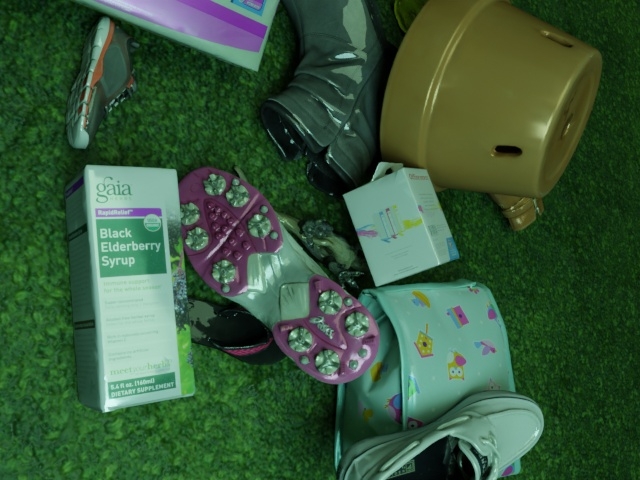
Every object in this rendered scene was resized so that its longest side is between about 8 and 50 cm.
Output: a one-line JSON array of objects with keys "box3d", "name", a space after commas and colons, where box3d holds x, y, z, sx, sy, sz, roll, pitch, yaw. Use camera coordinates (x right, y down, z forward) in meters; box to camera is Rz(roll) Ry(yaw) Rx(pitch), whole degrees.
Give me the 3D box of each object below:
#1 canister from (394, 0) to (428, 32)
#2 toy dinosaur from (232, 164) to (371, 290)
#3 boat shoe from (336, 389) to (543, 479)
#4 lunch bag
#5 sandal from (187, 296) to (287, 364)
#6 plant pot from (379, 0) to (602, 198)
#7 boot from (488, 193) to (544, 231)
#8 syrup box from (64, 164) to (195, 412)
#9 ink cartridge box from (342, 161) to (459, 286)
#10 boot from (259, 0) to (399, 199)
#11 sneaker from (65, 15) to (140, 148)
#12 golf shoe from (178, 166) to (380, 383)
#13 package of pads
[{"box3d": [0.221, -0.398, 0.981, 0.170, 0.126, 0.073, -28, 97, -37], "name": "canister"}, {"box3d": [0.000, 0.000, 0.772, 0.268, 0.118, 0.064, 33, 98, -24], "name": "toy dinosaur"}, {"box3d": [0.151, 0.235, 0.662, 0.268, 0.088, 0.096, -6, 92, -23], "name": "boat shoe"}, {"box3d": [0.140, 0.183, 0.800, 0.224, 0.160, 0.262, 1, 87, -34], "name": "lunch bag"}, {"box3d": [-0.099, 0.108, 0.716, 0.179, 0.040, 0.067, 18, 70, -31], "name": "sandal"}, {"box3d": [0.243, -0.182, 0.827, 0.291, 0.204, 0.290, -40, 144, -37], "name": "plant pot"}, {"box3d": [0.364, -0.120, 1.066, 0.197, 0.073, 0.152, -35, 101, -22], "name": "boot"}, {"box3d": [-0.200, 0.046, 0.624, 0.093, 0.096, 0.236, -2, 84, -35], "name": "syrup box"}, {"box3d": [0.101, -0.027, 0.769, 0.092, 0.090, 0.143, -7, 76, -62], "name": "ink cartridge box"}, {"box3d": [-0.009, -0.237, 0.801, 0.338, 0.118, 0.222, 48, 63, -15], "name": "boot"}, {"box3d": [-0.232, -0.169, 0.665, 0.065, 0.061, 0.157, 21, 71, -37], "name": "sneaker"}, {"box3d": [-0.058, 0.044, 0.712, 0.115, 0.140, 0.306, -41, 79, -5], "name": "golf shoe"}, {"box3d": [-0.171, -0.347, 0.661, 0.297, 0.101, 0.229, 13, 103, -34], "name": "package of pads"}]
